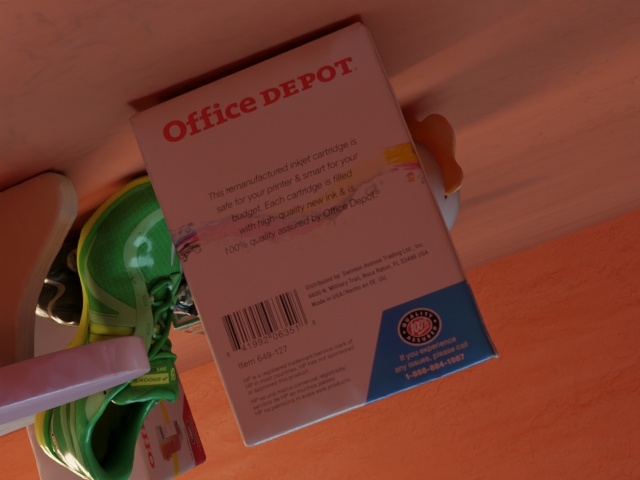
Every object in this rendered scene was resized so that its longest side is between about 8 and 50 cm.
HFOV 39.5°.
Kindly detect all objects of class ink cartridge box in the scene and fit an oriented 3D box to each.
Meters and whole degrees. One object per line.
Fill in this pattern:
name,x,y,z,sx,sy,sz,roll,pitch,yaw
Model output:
ink cartridge box,0.000,0.000,0.639,0.171,0.233,0.168,-20,173,5
ink cartridge box,-0.345,0.292,1.511,0.160,0.279,0.385,-20,171,2

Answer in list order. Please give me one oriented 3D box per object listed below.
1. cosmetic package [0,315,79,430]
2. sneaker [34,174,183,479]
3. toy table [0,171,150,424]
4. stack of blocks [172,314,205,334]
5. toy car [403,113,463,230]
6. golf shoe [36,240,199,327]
cosmetic package,-0.415,0.169,1.087,0.224,0.138,0.224,-19,171,10
sneaker,-0.161,0.084,0.789,0.123,0.296,0.109,30,-160,36
toy table,-0.279,0.065,0.678,0.274,0.161,0.252,-18,171,-1
stack of blocks,-0.108,0.066,1.271,0.171,0.087,0.297,-20,171,1
toy car,0.048,-0.033,0.864,0.219,0.210,0.238,9,125,-44
golf shoe,-0.191,0.033,0.942,0.120,0.105,0.272,-7,176,43
